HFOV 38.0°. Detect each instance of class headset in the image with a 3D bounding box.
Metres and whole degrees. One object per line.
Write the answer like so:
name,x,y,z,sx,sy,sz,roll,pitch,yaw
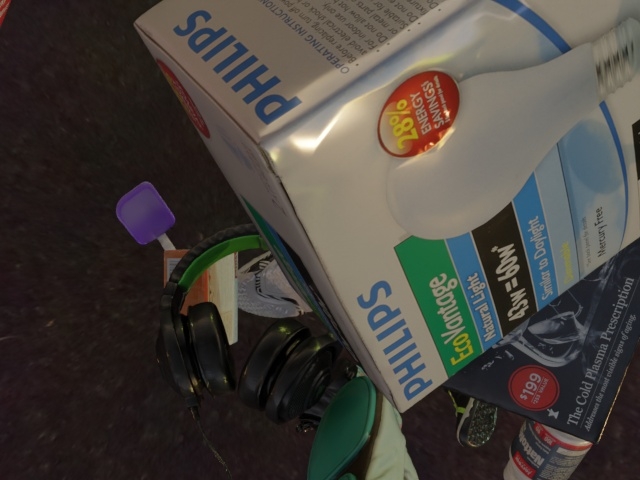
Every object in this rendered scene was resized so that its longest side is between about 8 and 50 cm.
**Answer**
headset,-0.101,0.171,1.212,0.243,0.185,0.394,9,62,10

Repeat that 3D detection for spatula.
spatula,-0.250,0.037,1.635,0.084,0.030,0.296,-35,91,-2

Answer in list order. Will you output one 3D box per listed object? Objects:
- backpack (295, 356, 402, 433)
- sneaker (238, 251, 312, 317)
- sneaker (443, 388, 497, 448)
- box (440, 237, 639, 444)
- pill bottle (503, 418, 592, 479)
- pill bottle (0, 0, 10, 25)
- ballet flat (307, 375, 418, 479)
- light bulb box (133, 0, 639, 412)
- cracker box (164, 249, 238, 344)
backpack,0.062,0.293,1.570,0.152,0.115,0.182,-40,106,23
sneaker,0.000,0.000,1.679,0.366,0.210,0.137,-20,129,5
sneaker,0.278,0.295,1.743,0.097,0.234,0.084,-11,123,33
box,0.294,0.053,1.295,0.313,0.179,0.343,19,111,14
pill bottle,0.374,0.345,1.531,0.108,0.108,0.180,15,126,-6
pill bottle,-0.224,-0.240,0.431,0.229,0.408,0.229,18,52,-25
ballet flat,0.055,0.301,1.076,0.139,0.400,0.139,1,108,4
light bulb box,0.105,-0.109,0.792,0.361,0.225,0.358,-36,136,-7
cracker box,-0.181,0.091,1.432,0.067,0.232,0.155,0,89,7
